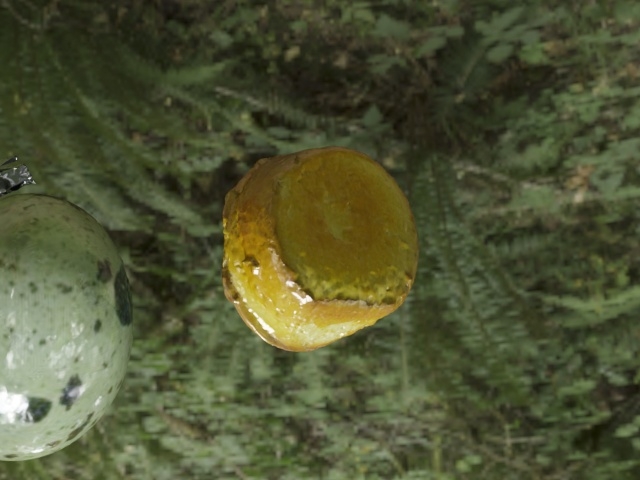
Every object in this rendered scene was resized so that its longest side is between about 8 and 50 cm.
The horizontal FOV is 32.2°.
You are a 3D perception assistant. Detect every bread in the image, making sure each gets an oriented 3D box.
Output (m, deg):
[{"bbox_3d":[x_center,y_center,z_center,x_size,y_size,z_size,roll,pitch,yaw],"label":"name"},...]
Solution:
[{"bbox_3d":[0.000,0.000,1.356,0.268,0.269,0.145,11,159,-34],"label":"bread"}]

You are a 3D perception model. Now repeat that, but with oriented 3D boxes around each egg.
[{"bbox_3d":[-0.385,0.114,1.450,0.287,0.288,0.379,9,125,-30],"label":"egg"}]

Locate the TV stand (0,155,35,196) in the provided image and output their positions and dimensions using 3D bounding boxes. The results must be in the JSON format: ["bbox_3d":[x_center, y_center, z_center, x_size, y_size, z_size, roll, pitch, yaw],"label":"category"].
[{"bbox_3d":[-0.393,-0.021,1.160,0.036,0.042,0.249,-6,-155,30],"label":"TV stand"}]
